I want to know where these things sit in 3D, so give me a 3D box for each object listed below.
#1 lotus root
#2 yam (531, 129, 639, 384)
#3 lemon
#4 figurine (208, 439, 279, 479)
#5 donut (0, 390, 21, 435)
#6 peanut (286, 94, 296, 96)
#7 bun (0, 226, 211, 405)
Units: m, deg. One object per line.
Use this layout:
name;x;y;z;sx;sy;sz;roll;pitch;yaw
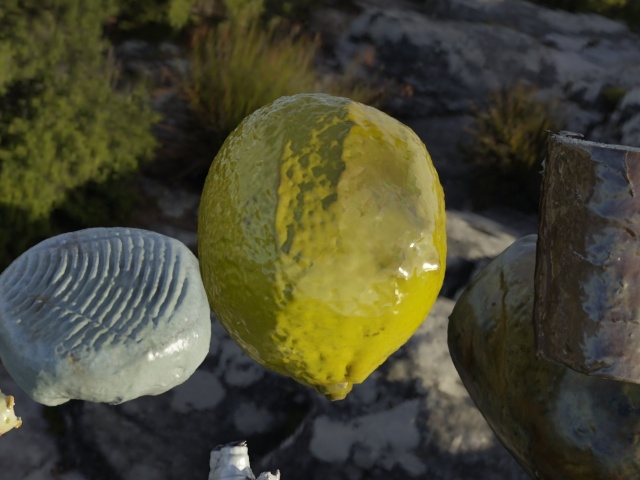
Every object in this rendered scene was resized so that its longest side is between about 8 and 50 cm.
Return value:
lotus root;0.301;0.158;1.297;0.251;0.250;0.346;3;31;-27
yam;0.151;0.009;0.627;0.084;0.127;0.084;6;5;0
lemon;0.000;0.000;1.230;0.268;0.268;0.321;9;59;-17
figurine;-0.097;0.337;1.327;0.112;0.137;0.228;5;74;-35
donut;-0.396;0.158;1.328;0.065;0.165;0.108;8;26;38
peanut;0.015;-0.101;1.581;0.108;0.095;0.226;-26;70;-28
bun;-0.338;0.128;1.853;0.355;0.194;0.354;2;39;-1
